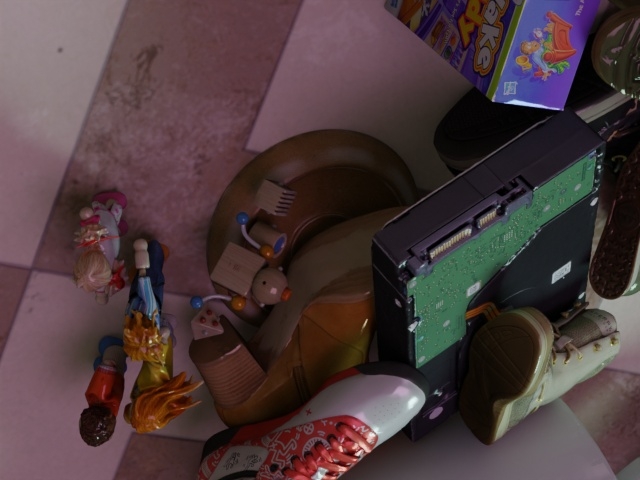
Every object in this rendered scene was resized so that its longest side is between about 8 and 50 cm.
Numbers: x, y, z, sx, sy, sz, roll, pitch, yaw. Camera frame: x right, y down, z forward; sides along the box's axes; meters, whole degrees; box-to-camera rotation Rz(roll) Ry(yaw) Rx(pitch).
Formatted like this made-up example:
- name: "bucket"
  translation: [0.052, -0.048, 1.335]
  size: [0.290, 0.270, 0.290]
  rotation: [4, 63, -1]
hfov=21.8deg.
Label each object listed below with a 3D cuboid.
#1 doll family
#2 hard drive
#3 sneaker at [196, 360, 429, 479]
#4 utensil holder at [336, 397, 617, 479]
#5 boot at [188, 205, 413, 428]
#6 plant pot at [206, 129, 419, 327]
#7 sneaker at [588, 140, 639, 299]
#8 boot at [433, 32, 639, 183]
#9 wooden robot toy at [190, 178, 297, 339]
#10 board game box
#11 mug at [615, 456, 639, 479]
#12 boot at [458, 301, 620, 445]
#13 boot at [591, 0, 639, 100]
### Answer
- name: "doll family"
  translation: [-0.168, 0.084, 1.567]
  size: [0.118, 0.163, 0.263]
  rotation: [1, 119, -1]
- name: "hard drive"
  translation: [0.160, 0.041, 1.622]
  size: [0.237, 0.064, 0.339]
  rotation: [-34, 152, -16]
- name: "sneaker"
  translation: [-0.010, 0.223, 1.594]
  size: [0.270, 0.145, 0.090]
  rotation: [-26, 126, 28]
- name: "utensil holder"
  translation: [0.115, 0.358, 1.778]
  size: [0.385, 0.327, 0.327]
  rotation: [-24, 125, -12]
- name: "boot"
  translation: [0.024, 0.104, 1.698]
  size: [0.295, 0.104, 0.211]
  rotation: [-32, 135, 3]
- name: "plant pot"
  translation: [0.000, 0.000, 1.698]
  size: [0.236, 0.032, 0.236]
  rotation: [-11, 121, -19]
- name: "sneaker"
  translation: [0.335, -0.031, 1.664]
  size: [0.086, 0.064, 0.192]
  rotation: [-1, 117, -53]
- name: "boot"
  translation: [0.317, -0.082, 1.739]
  size: [0.377, 0.138, 0.284]
  rotation: [-29, 126, -14]
- name: "wooden robot toy"
  translation: [-0.055, 0.032, 1.602]
  size: [0.173, 0.079, 0.076]
  rotation: [-61, 157, -8]
- name: "board game box"
  translation: [0.183, -0.322, 1.473]
  size: [0.078, 0.233, 0.347]
  rotation: [4, 115, -27]
- name: "mug"
  translation: [0.476, 0.380, 1.997]
  size: [0.374, 0.276, 0.328]
  rotation: [36, 106, -27]
- name: "boot"
  translation: [0.229, 0.106, 1.653]
  size: [0.165, 0.077, 0.213]
  rotation: [-27, 154, -24]
- name: "boot"
  translation: [0.300, -0.224, 1.560]
  size: [0.236, 0.269, 0.089]
  rotation: [-2, 120, -24]
